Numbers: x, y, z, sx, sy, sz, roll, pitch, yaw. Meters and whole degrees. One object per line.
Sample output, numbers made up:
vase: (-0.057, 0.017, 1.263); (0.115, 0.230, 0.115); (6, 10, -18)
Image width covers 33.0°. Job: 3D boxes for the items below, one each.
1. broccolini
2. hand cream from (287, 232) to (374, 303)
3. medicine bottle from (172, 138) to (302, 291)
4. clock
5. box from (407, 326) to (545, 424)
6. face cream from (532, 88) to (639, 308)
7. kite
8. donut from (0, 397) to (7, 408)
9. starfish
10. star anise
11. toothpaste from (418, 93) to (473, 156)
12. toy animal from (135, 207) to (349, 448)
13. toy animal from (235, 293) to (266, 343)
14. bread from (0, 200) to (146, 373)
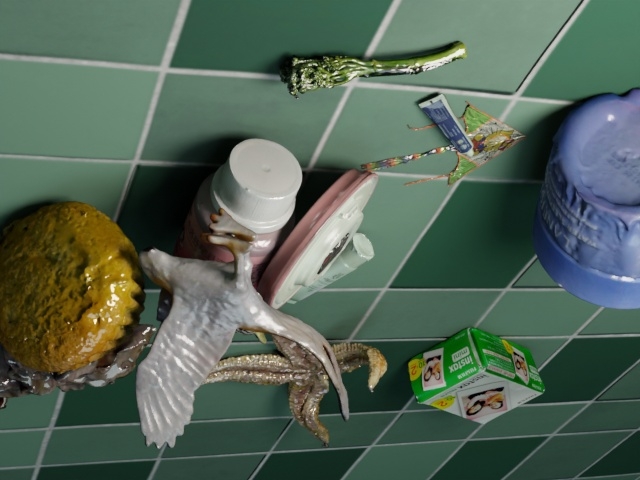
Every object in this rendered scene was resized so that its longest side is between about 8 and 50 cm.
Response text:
broccolini: (0.068, -0.218, 1.338); (0.239, 0.051, 0.054); (-10, 104, -9)
hand cream: (-0.002, 0.053, 1.731); (0.205, 0.049, 0.078); (-32, 146, 35)
medicine bottle: (-0.111, -0.025, 1.476); (0.147, 0.147, 0.247); (1, 145, -22)
clock: (0.001, 0.001, 1.515); (0.244, 0.056, 0.244); (-50, 174, -7)
box: (0.308, 0.271, 2.141); (0.180, 0.103, 0.250); (-35, 143, 29)
face cream: (0.438, -0.062, 1.534); (0.249, 0.249, 0.225); (-10, 143, -6)
kite: (0.179, -0.131, 1.549); (0.244, 0.006, 0.198); (-11, 148, -5)
donut: (-0.646, 0.257, 1.749); (0.259, 0.101, 0.152); (-25, 146, 20)
starfish: (-0.039, 0.254, 1.961); (0.384, 0.132, 0.398); (18, 150, -30)
star anise: (-0.415, 0.181, 1.656); (0.332, 0.117, 0.331); (-7, 165, -2)
toothpaste: (0.180, -0.155, 1.486); (0.037, 0.021, 0.140); (-25, 139, 19)
toy animal: (-0.094, 0.110, 1.405); (0.284, 0.225, 0.302); (4, 125, 1)
toy animal: (-0.127, 0.112, 1.725); (0.098, 0.098, 0.137); (-8, 129, -10)
bread: (-0.337, 0.068, 1.451); (0.240, 0.240, 0.139); (-26, 152, 19)
